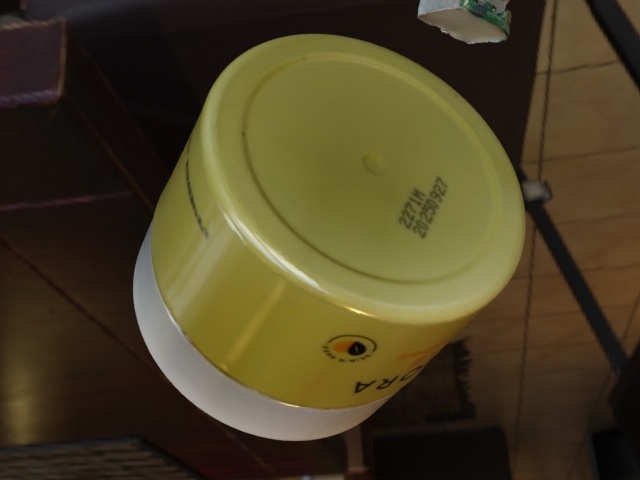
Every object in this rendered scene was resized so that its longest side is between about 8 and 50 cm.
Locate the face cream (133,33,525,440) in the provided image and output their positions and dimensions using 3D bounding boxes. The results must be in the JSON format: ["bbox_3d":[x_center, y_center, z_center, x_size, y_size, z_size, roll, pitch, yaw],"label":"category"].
[{"bbox_3d":[0.000,0.000,0.626,0.218,0.218,0.179,7,145,-22],"label":"face cream"}]

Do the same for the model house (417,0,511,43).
[{"bbox_3d":[0.183,-0.295,1.091,0.100,0.100,0.087,18,173,-35],"label":"model house"}]
